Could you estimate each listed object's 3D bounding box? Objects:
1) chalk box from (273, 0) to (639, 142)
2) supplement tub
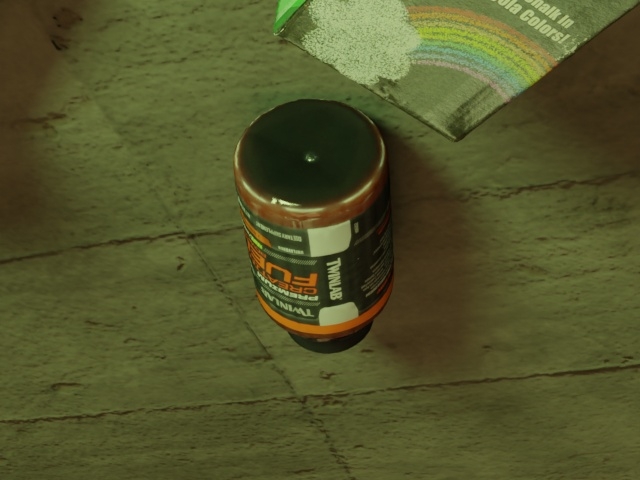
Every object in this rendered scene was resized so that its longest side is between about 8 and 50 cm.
[{"bbox_3d":[0.093,-0.176,0.690,0.132,0.132,0.213,29,138,-24],"label":"chalk box"},{"bbox_3d":[0.000,0.000,0.962,0.106,0.106,0.198,2,143,8],"label":"supplement tub"}]
